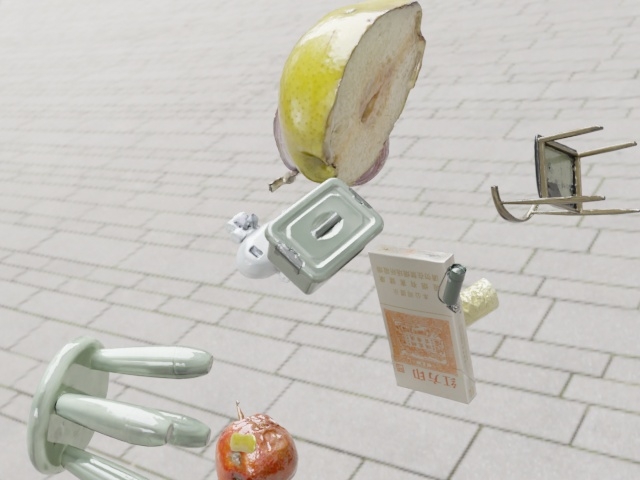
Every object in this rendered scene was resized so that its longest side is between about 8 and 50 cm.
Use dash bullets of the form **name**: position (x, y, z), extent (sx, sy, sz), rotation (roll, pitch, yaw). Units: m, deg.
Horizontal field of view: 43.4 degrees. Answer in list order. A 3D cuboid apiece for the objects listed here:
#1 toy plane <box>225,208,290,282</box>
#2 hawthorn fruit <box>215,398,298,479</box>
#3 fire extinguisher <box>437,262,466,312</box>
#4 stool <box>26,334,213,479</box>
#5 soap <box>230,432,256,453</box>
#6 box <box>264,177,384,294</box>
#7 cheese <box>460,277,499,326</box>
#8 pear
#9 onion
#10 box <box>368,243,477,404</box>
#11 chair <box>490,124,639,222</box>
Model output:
- **toy plane**: position (-0.097, 0.013, 1.808), extent (0.252, 0.118, 0.252), rotation (15, 40, -13)
- **hawthorn fruit**: position (-0.172, 0.504, 1.977), extent (0.207, 0.207, 0.243), rotation (-22, 70, -11)
- **fire extinguisher**: position (0.199, 0.074, 1.229), extent (0.038, 0.083, 0.025), rotation (19, 38, 17)
- **stool**: position (-0.268, 0.243, 1.102), extent (0.198, 0.195, 0.195), rotation (11, 31, 12)
- **soap**: position (-0.137, 0.356, 1.416), extent (0.012, 0.034, 0.089), rotation (12, -16, -33)
- **box**: position (0.000, 0.000, 1.241), extent (0.124, 0.093, 0.172), rotation (44, 59, 14)
- **cheese**: position (0.358, 0.170, 2.023), extent (0.167, 0.123, 0.094), rotation (-30, 67, -7)
- **pear**: position (0.036, -0.308, 1.563), extent (0.191, 0.340, 0.387), rotation (23, 66, 21)
- **onion**: position (0.040, -0.254, 1.883), extent (0.230, 0.257, 0.272), rotation (5, -13, -38)
- **box**: position (0.232, 0.189, 1.817), extent (0.204, 0.366, 0.051), rotation (7, 31, 40)
- **chair**: position (0.520, -0.135, 1.737), extent (0.188, 0.167, 0.272), rotation (11, -14, -43)
